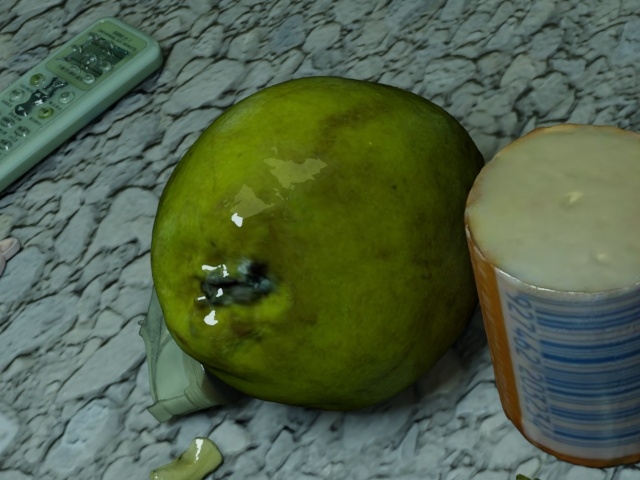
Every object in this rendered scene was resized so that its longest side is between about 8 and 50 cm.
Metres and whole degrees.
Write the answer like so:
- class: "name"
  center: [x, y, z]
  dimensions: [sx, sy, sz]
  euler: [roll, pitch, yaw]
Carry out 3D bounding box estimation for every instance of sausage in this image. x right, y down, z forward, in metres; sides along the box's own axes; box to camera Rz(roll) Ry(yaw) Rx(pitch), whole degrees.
- class: "sausage"
  center: [0.272, 0.057, 1.650]
  dimensions: [0.233, 0.287, 0.233]
  euler: [-9, 46, 9]

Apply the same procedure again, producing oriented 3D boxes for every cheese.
- class: "cheese"
  center: [-0.144, 0.240, 1.761]
  dimensions: [0.083, 0.044, 0.030]
  euler: [-37, 33, -16]

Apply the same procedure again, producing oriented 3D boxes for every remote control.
- class: "remote control"
  center: [-0.358, -0.170, 2.188]
  dimensions: [0.335, 0.065, 0.128]
  euler: [-41, 49, -22]

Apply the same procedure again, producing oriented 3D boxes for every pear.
- class: "pear"
  center: [0.000, 0.000, 1.731]
  dimensions: [0.352, 0.351, 0.413]
  euler: [28, 27, 34]

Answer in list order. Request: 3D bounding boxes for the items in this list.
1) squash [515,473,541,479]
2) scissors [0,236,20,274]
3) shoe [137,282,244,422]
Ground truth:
- class: "squash"
  center: [0.258, 0.297, 1.579]
  dimensions: [0.200, 0.075, 0.090]
  euler: [37, 83, 15]
- class: "scissors"
  center: [-0.498, 0.087, 2.001]
  dimensions: [0.160, 0.024, 0.317]
  euler: [20, 52, 29]
- class: "shoe"
  center: [-0.152, 0.089, 1.872]
  dimensions: [0.098, 0.103, 0.274]
  euler: [-29, 36, 18]
